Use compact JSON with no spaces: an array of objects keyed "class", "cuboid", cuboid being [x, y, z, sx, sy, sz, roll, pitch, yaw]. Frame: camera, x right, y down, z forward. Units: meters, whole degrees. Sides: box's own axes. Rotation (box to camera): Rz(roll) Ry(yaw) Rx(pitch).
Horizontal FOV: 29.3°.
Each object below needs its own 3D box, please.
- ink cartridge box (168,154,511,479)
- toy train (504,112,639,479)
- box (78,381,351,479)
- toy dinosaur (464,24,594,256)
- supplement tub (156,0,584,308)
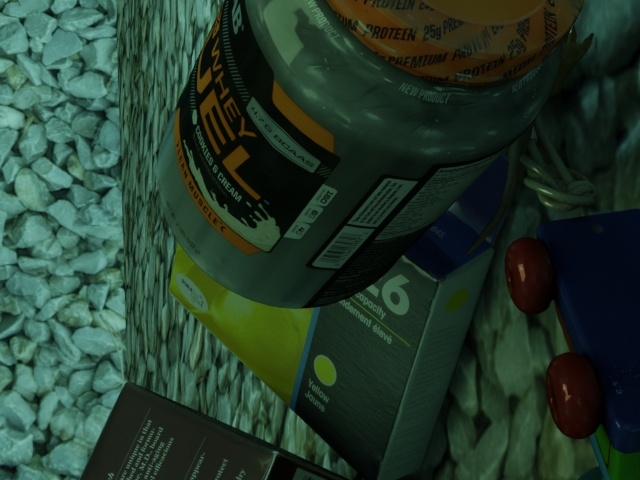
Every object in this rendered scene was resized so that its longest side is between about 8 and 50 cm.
[{"class":"ink cartridge box","cuboid":[0.000,0.000,1.024,0.304,0.072,0.307,40,133,35]},{"class":"toy train","cuboid":[0.157,0.048,0.697,0.248,0.105,0.143,-101,4,-49]},{"class":"box","cuboid":[-0.083,0.242,1.017,0.203,0.168,0.167,15,77,45]},{"class":"toy dinosaur","cuboid":[0.139,-0.104,0.832,0.112,0.064,0.211,102,172,-69]},{"class":"supplement tub","cuboid":[0.021,-0.096,0.764,0.316,0.194,0.193,129,140,-58]}]
